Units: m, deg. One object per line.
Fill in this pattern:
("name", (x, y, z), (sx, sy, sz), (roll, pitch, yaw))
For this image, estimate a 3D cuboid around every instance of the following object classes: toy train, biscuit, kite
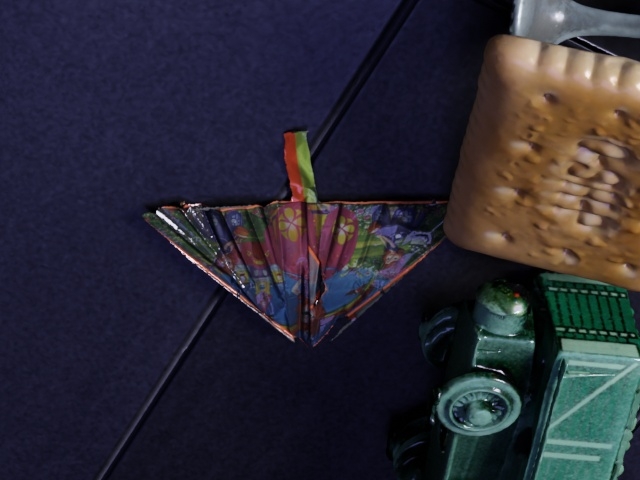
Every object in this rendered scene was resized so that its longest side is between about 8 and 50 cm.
("toy train", (0.138, 0.134, 1.364), (0.154, 0.115, 0.269), (0, 126, -11))
("biscuit", (0.165, -0.041, 1.193), (0.160, 0.030, 0.250), (15, 153, 3))
("kite", (0.000, 0.000, 1.321), (0.241, 0.014, 0.183), (-5, 123, 3))

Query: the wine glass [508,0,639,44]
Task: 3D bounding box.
("wine glass", (0.289, -0.075, 1.195), (0.309, 0.096, 0.264), (8, 150, 17))
